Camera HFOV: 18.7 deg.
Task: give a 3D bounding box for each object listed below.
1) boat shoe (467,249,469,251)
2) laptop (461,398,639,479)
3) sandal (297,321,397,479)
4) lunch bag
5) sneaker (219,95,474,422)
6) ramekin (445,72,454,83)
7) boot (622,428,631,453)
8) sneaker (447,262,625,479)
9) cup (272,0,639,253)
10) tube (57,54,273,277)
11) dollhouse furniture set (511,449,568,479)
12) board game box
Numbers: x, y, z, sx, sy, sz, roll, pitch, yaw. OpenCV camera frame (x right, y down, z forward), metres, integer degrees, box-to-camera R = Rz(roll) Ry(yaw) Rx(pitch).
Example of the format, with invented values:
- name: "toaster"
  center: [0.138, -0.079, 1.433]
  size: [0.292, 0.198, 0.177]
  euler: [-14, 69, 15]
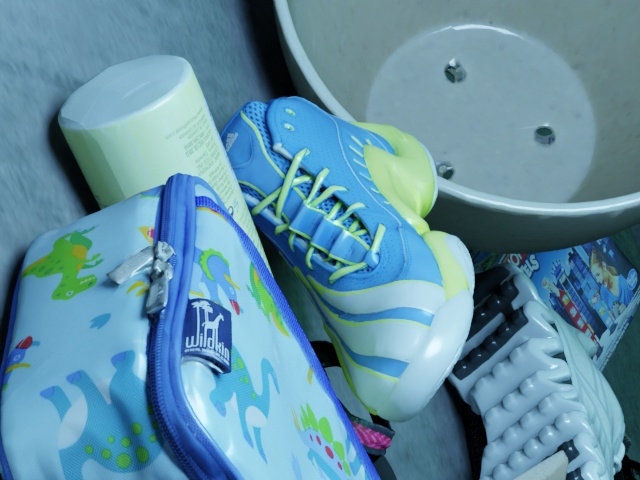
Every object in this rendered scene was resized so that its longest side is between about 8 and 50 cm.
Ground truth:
- name: "boat shoe"
  center: [0.145, 0.003, 1.657]
  size: [0.043, 0.049, 0.137]
  euler: [-41, 112, -35]
- name: "laptop"
  center: [0.189, 0.273, 1.398]
  size: [0.264, 0.136, 0.234]
  euler: [23, 35, -23]
- name: "sandal"
  center: [0.007, 0.081, 1.002]
  size: [0.067, 0.040, 0.179]
  euler: [-97, 160, -51]
- name: "lunch bag"
  center: [-0.035, 0.094, 0.725]
  size: [0.176, 0.090, 0.219]
  euler: [-92, 158, -61]
- name: "sneaker"
  center: [0.000, 0.000, 0.984]
  size: [0.126, 0.091, 0.240]
  euler: [25, 21, -16]
- name: "ramekin"
  center: [0.124, -0.213, 1.718]
  size: [0.273, 0.127, 0.273]
  euler: [-21, 90, -77]
- name: "boot"
  center: [0.213, 0.099, 1.710]
  size: [0.189, 0.076, 0.208]
  euler: [68, 11, -72]
- name: "sneaker"
  center: [0.164, 0.146, 1.313]
  size: [0.118, 0.110, 0.292]
  euler: [32, 35, -32]
- name: "cup"
  center: [0.124, -0.123, 1.293]
  size: [0.237, 0.331, 0.331]
  euler: [102, -26, -67]
- name: "tube"
  center: [-0.043, 0.035, 0.861]
  size: [0.070, 0.062, 0.240]
  euler: [-41, 123, -29]
- name: "dollhouse furniture set"
  center: [0.185, 0.264, 0.994]
  size: [0.262, 0.135, 0.259]
  euler: [38, -40, 37]
- name: "board game box"
  center: [0.170, 0.022, 1.584]
  size: [0.194, 0.060, 0.194]
  euler: [56, 41, -15]
